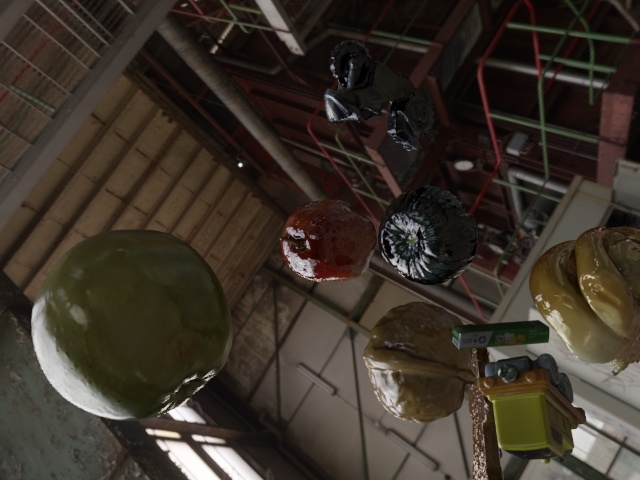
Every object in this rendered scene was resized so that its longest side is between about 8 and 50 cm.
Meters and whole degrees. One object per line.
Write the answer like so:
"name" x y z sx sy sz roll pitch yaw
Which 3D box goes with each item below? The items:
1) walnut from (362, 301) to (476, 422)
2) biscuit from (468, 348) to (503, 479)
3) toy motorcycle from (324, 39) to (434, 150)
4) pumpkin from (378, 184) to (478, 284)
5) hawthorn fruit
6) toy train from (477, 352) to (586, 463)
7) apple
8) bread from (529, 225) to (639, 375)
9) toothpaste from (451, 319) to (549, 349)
"walnut" 0.245 0.302 1.246 0.285 0.285 0.296 28 -107 -56
"biscuit" 0.448 0.465 1.334 0.283 0.064 0.431 66 -156 -72
"toy motorcycle" 0.111 -0.268 0.999 0.270 0.106 0.159 32 -92 -28
"pumpkin" 0.209 -0.010 0.980 0.140 0.202 0.201 -15 -56 -46
"hawthorn fruit" 0.000 0.000 1.511 0.330 0.287 0.287 1 -68 -49
"toy train" 0.284 0.228 0.659 0.219 0.089 0.127 40 -136 -39
"apple" -0.445 0.207 1.218 0.474 0.474 0.473 -31 -45 -37
"bread" 0.686 0.125 1.140 0.424 0.328 0.245 -3 -23 -33
"toothpaste" 0.344 0.180 0.955 0.179 0.043 0.037 -3 -77 -5
